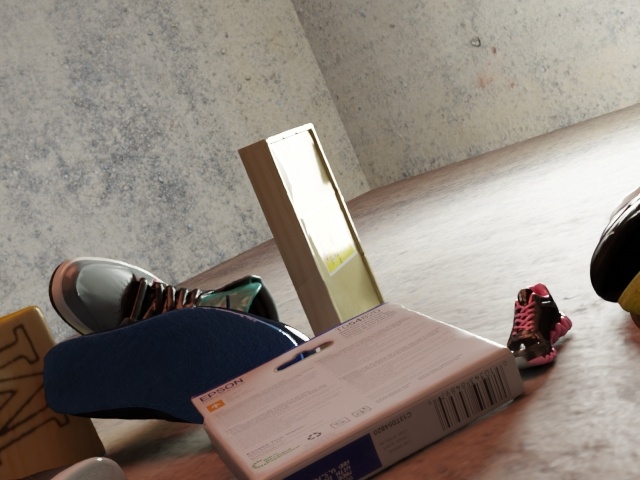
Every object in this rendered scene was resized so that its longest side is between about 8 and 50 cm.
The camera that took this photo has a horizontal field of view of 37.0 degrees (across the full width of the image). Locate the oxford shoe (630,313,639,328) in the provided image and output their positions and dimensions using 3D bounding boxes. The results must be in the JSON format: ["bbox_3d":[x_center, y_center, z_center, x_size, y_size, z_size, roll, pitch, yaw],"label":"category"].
[{"bbox_3d":[0.307,0.028,0.720,0.212,0.076,0.076,-21,-19,-24],"label":"oxford shoe"}]

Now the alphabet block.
[{"bbox_3d":[-0.405,0.212,1.102,0.192,0.197,0.193,-18,7,39],"label":"alphabet block"}]

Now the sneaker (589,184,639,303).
[{"bbox_3d":[0.330,-0.040,0.782,0.124,0.107,0.283,-38,-13,-46],"label":"sneaker"}]

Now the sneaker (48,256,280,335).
[{"bbox_3d":[-0.158,0.090,1.140,0.295,0.124,0.178,28,-30,-38],"label":"sneaker"}]

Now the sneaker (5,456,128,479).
[{"bbox_3d":[-0.282,0.257,0.715,0.147,0.104,0.296,-22,-1,28],"label":"sneaker"}]

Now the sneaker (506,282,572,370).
[{"bbox_3d":[0.177,0.071,0.812,0.047,0.057,0.119,-18,9,28],"label":"sneaker"}]

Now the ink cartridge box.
[{"bbox_3d":[0.019,0.132,0.801,0.223,0.045,0.224,-25,14,-15],"label":"ink cartridge box"}]

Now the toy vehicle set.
[{"bbox_3d":[0.000,0.000,1.113,0.035,0.267,0.166,-21,5,21],"label":"toy vehicle set"}]

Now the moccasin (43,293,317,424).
[{"bbox_3d":[-0.142,0.126,1.022,0.342,0.137,0.117,-2,-6,31],"label":"moccasin"}]

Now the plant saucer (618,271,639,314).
[{"bbox_3d":[0.310,0.007,0.583,0.188,0.045,0.188,15,32,43],"label":"plant saucer"}]
